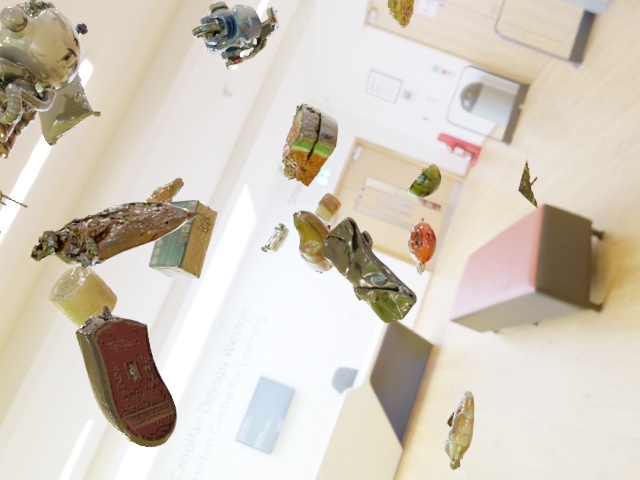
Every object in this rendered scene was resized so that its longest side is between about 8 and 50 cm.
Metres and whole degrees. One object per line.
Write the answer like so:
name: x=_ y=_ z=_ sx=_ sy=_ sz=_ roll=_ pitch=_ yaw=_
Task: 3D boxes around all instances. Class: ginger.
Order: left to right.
ginger: x=-0.002 y=0.014 z=1.518 sx=0.309 sy=0.107 sz=0.133 roll=44 pitch=-125 yaw=-77

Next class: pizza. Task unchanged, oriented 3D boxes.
pizza: x=-0.488 y=-0.113 z=1.719 sx=0.185 sy=0.052 sz=0.195 roll=-48 pitch=6 yaw=14

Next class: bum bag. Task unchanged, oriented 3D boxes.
bum bag: x=0.100 y=0.070 z=1.254 sx=0.060 sy=0.248 sz=0.123 roll=-15 pitch=-29 yaw=-48

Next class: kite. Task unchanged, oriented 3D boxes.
kite: x=0.468 y=-0.123 z=1.306 sx=0.090 sy=0.122 sz=0.004 roll=-30 pitch=16 yaw=-36

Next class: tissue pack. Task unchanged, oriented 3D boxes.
tissue pack: x=-0.506 y=-0.003 z=2.150 sx=0.134 sy=0.192 sz=0.271 roll=32 pitch=-115 yaw=-48

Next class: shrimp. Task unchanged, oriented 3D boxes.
shrimp: x=0.361 y=0.493 z=1.527 sx=0.145 sy=0.059 sz=0.254 roll=-77 pitch=-9 yaw=-48

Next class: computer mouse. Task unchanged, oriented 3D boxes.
computer mouse: x=-0.350 y=0.241 z=1.017 sx=0.088 sy=0.264 sz=0.147 roll=-26 pitch=-14 yaw=24

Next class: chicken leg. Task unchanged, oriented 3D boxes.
chicken leg: x=-0.294 y=-0.013 z=0.838 sx=0.234 sy=0.105 sz=0.063 roll=-26 pitch=-48 yaw=-41

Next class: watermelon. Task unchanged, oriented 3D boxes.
watermelon: x=0.282 y=-0.150 z=1.535 sx=0.105 sy=0.062 sz=0.105 roll=-39 pitch=-17 yaw=-14

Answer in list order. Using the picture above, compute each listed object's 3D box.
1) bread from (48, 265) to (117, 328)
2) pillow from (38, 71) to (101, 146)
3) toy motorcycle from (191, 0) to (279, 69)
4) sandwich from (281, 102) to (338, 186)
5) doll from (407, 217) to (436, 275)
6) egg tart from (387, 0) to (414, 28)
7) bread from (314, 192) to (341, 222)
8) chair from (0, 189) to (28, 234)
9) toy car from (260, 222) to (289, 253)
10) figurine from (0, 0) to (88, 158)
bread: x=-0.690 y=0.164 z=1.693 sx=0.148 sy=0.134 sz=0.141 roll=-87 pitch=-26 yaw=-49
pillow: x=-0.653 y=-0.373 z=1.443 sx=0.169 sy=0.255 sz=0.059 roll=-27 pitch=-22 yaw=1
toy motorcycle: x=-0.250 y=-0.640 z=1.722 sx=0.241 sy=0.182 sz=0.319 roll=-41 pitch=10 yaw=6
sandwich: x=-0.032 y=-0.250 z=1.506 sx=0.292 sy=0.109 sz=0.212 roll=-132 pitch=61 yaw=-78
doll: x=0.311 y=0.018 z=1.795 sx=0.217 sy=0.085 sz=0.183 roll=74 pitch=-166 yaw=-84
egg tart: x=0.200 y=-0.588 z=1.432 sx=0.130 sy=0.052 sz=0.130 roll=10 pitch=-90 yaw=-68
bread: x=0.029 y=-0.118 z=2.072 sx=0.083 sy=0.070 sz=0.077 roll=-50 pitch=-9 yaw=-44
chair: x=-0.888 y=-0.115 z=1.493 sx=0.095 sy=0.221 sz=0.104 roll=-56 pitch=-1 yaw=-2
toy car: x=-0.143 y=0.000 z=1.867 sx=0.095 sy=0.056 sz=0.205 roll=-59 pitch=6 yaw=-10
figurine: x=-0.628 y=-0.352 z=1.210 sx=0.261 sy=0.186 sz=0.382 roll=-35 pitch=35 yaw=47
